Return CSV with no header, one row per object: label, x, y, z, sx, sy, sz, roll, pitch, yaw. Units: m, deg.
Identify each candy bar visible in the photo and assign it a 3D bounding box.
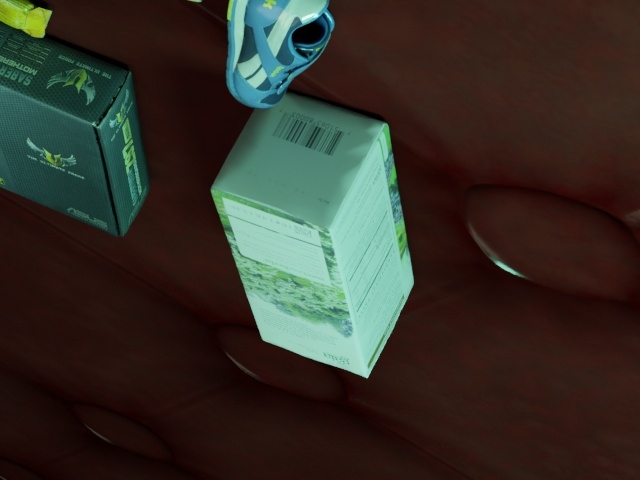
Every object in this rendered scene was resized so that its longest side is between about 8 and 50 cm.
candy bar,-0.266,-0.192,1.198,0.161,0.018,0.040,30,152,-8

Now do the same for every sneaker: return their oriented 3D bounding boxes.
sneaker,-0.025,-0.122,1.060,0.059,0.053,0.144,20,157,8

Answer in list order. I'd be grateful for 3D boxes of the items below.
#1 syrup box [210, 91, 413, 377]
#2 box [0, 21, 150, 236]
syrup box,0.000,0.000,1.230,0.093,0.096,0.237,20,156,18
box,-0.252,-0.105,1.312,0.233,0.059,0.183,22,155,9
